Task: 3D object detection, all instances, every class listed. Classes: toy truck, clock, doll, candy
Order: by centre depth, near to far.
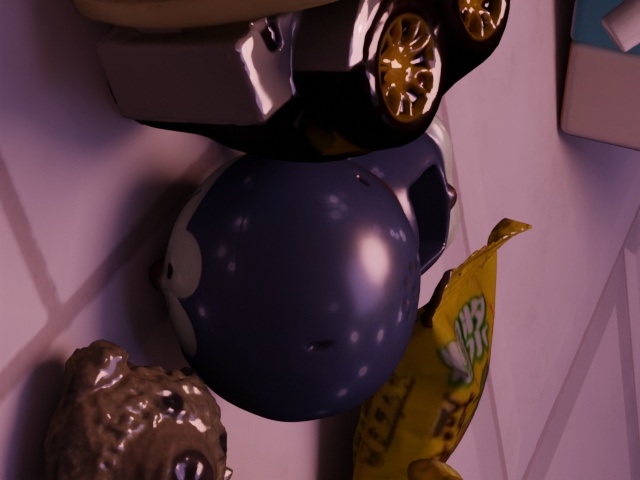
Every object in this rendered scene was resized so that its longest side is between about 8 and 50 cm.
[{"bbox_3d":[-0.136,0.181,0.580,0.286,0.091,0.203,-35,114,-43],"label":"doll"},{"bbox_3d":[0.026,-0.223,0.653,0.405,0.180,0.254,-49,134,-38],"label":"toy truck"},{"bbox_3d":[0.000,0.000,0.737,0.243,0.146,0.200,-52,144,-57],"label":"clock"},{"bbox_3d":[0.073,0.123,0.919,0.187,0.081,0.297,-37,151,-62],"label":"candy"}]

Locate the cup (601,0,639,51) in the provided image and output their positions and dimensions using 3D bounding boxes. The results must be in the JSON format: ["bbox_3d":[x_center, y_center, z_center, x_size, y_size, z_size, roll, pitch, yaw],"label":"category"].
[{"bbox_3d":[0.158,-0.274,0.927,0.300,0.173,0.167,55,13,-1],"label":"cup"}]

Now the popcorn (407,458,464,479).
[{"bbox_3d":[0.025,0.242,0.748,0.286,0.225,0.174,69,1,-73],"label":"popcorn"}]

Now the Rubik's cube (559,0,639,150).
[{"bbox_3d":[0.491,-0.291,1.352,0.347,0.346,0.344,-45,144,-49],"label":"Rubik's cube"}]
